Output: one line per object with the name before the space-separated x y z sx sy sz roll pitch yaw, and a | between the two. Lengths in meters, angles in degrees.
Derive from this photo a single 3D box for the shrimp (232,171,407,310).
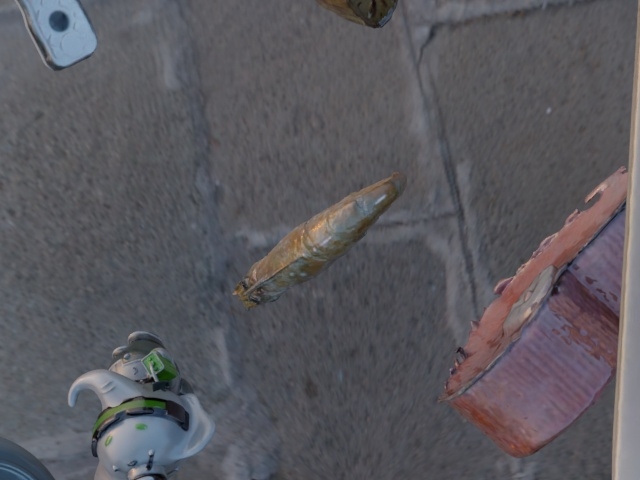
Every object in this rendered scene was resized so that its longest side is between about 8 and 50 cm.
shrimp | 0.000 0.000 1.208 0.223 0.126 0.047 -36 92 36

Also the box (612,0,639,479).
box | 0.147 -0.025 0.310 0.141 0.058 0.201 1 84 25

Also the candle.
candle | 0.246 0.084 1.294 0.131 0.287 0.317 43 72 -3

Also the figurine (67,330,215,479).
figurine | -0.178 0.176 1.275 0.147 0.126 0.192 -34 43 18

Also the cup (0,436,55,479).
cup | -0.418 0.288 1.398 0.259 0.274 0.357 21 65 -38

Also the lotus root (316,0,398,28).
lotus root | 0.028 -0.325 1.481 0.095 0.135 0.159 -19 114 -36

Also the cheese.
cheese | -0.230 -0.237 0.938 0.127 0.049 0.235 -34 110 -20
